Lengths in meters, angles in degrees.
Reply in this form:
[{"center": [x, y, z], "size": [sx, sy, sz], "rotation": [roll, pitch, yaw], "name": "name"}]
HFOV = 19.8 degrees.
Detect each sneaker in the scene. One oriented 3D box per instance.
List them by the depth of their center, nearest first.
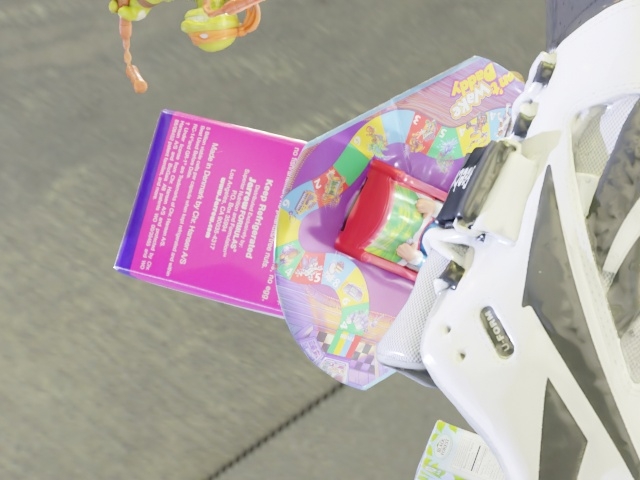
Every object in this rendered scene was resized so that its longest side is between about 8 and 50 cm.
[{"center": [0.092, 0.002, 0.752], "size": [0.146, 0.122, 0.331], "rotation": [-5, 76, 6], "name": "sneaker"}]

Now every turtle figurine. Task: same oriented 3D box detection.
[{"center": [-0.082, -0.229, 1.314], "size": [0.269, 0.087, 0.217], "rotation": [-12, 86, 62], "name": "turtle figurine"}]

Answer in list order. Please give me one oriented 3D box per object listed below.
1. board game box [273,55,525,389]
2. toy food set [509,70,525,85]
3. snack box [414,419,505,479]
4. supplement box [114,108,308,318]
[{"center": [0.057, -0.005, 0.861], "size": [0.168, 0.133, 0.033], "rotation": [-29, 30, -24], "name": "board game box"}, {"center": [0.170, -0.120, 1.379], "size": [0.122, 0.078, 0.019], "rotation": [5, 105, 60], "name": "toy food set"}, {"center": [0.119, 0.174, 1.318], "size": [0.100, 0.141, 0.037], "rotation": [21, 74, 6], "name": "snack box"}, {"center": [0.000, 0.000, 1.170], "size": [0.220, 0.111, 0.114], "rotation": [16, 87, 18], "name": "supplement box"}]
